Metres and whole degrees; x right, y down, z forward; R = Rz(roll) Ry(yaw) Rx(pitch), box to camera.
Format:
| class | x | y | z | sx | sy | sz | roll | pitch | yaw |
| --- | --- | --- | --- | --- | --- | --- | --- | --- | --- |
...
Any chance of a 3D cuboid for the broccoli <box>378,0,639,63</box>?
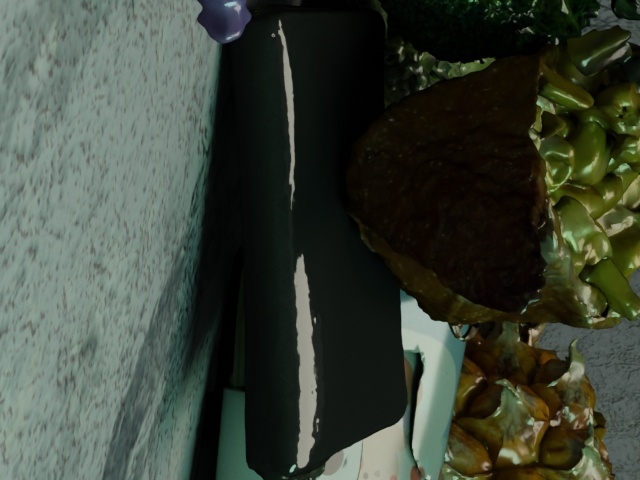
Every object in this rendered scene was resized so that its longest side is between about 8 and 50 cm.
| class | x | y | z | sx | sy | sz | roll | pitch | yaw |
| --- | --- | --- | --- | --- | --- | --- | --- | --- | --- |
| broccoli | 0.132 | -0.229 | 1.010 | 0.297 | 0.297 | 0.297 | -22 | 116 | -58 |

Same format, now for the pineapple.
| class | x | y | z | sx | sy | sz | roll | pitch | yaw |
| --- | --- | --- | --- | --- | --- | --- | --- | --- | --- |
| pineapple | 0.044 | 0.130 | 1.302 | 0.344 | 0.209 | 0.286 | -21 | -119 | 54 |

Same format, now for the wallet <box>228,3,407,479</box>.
| class | x | y | z | sx | sy | sz | roll | pitch | yaw |
| --- | --- | --- | --- | --- | --- | --- | --- | --- | --- |
| wallet | 0.000 | 0.000 | 0.965 | 0.149 | 0.044 | 0.250 | -17 | 104 | -62 |

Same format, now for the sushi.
| class | x | y | z | sx | sy | sz | roll | pitch | yaw |
| --- | --- | --- | --- | --- | --- | --- | --- | --- | --- |
| sushi | 0.130 | -0.033 | 0.989 | 0.296 | 0.179 | 0.167 | 10 | 77 | -61 |

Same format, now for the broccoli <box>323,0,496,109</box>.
| class | x | y | z | sx | sy | sz | roll | pitch | yaw |
| --- | --- | --- | --- | --- | --- | --- | --- | --- | --- |
| broccoli | 0.088 | -0.159 | 1.231 | 0.226 | 0.176 | 0.198 | -111 | -156 | -74 |

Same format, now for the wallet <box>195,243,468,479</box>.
| class | x | y | z | sx | sy | sz | roll | pitch | yaw |
| --- | --- | --- | --- | --- | --- | --- | --- | --- | --- |
| wallet | 0.007 | 0.128 | 1.077 | 0.176 | 0.075 | 0.250 | 12 | 85 | -45 |

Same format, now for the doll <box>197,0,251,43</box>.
| class | x | y | z | sx | sy | sz | roll | pitch | yaw |
| --- | --- | --- | --- | --- | --- | --- | --- | --- | --- |
| doll | -0.039 | -0.133 | 0.685 | 0.206 | 0.067 | 0.110 | -100 | -176 | -78 |
